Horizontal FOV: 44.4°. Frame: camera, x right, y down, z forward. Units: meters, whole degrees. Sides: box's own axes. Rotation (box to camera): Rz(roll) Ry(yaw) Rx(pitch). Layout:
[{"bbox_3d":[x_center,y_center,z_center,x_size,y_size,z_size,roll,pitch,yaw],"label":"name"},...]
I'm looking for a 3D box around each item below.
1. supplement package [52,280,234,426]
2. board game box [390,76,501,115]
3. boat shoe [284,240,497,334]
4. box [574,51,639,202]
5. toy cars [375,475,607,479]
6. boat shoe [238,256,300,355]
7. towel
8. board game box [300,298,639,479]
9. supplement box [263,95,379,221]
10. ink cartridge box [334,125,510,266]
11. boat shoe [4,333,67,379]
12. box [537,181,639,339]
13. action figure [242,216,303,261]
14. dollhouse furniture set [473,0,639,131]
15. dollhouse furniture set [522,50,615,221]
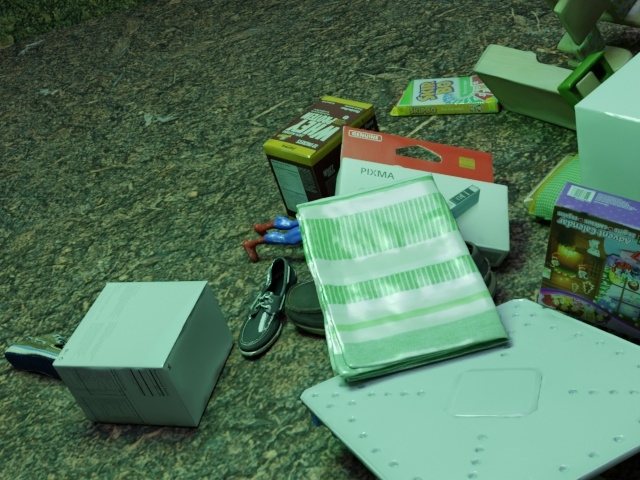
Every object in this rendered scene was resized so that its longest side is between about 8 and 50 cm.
[{"bbox_3d":[-0.283,0.184,1.294,0.203,0.149,0.194,-2,39,21],"label":"supplement package"},{"bbox_3d":[0.296,-0.334,1.812,0.260,0.039,0.124,0,40,28],"label":"board game box"},{"bbox_3d":[0.106,0.061,1.298,0.356,0.130,0.132,-11,38,11],"label":"boat shoe"},{"bbox_3d":[0.507,-0.080,1.124,0.215,0.345,0.168,-38,40,-25],"label":"box"},{"bbox_3d":[0.211,0.308,0.919,0.394,0.087,0.176,-2,11,21],"label":"toy cars"},{"bbox_3d":[-0.098,0.112,1.378,0.075,0.065,0.206,1,41,25],"label":"boat shoe"},{"bbox_3d":[0.106,0.042,1.172,0.248,0.038,0.324,-14,51,-3],"label":"towel"},{"bbox_3d":[0.224,0.211,0.992,0.390,0.050,0.390,-20,19,-20],"label":"board game box"},{"bbox_3d":[0.020,-0.149,1.555,0.129,0.194,0.191,20,51,40],"label":"supplement box"},{"bbox_3d":[0.177,-0.098,1.376,0.297,0.066,0.261,9,57,-5],"label":"ink cartridge box"},{"bbox_3d":[-0.499,0.204,1.436,0.183,0.066,0.066,6,41,30],"label":"boat shoe"},{"bbox_3d":[0.451,0.052,1.053,0.293,0.200,0.057,20,50,25],"label":"box"},{"bbox_3d":[0.000,0.000,1.476,0.280,0.139,0.091,-18,33,41],"label":"action figure"},{"bbox_3d":[0.540,-0.440,1.586,0.394,0.362,0.256,-56,42,-1],"label":"dollhouse furniture set"},{"bbox_3d":[0.465,-0.176,1.333,0.301,0.151,0.197,-45,17,-10],"label":"dollhouse furniture set"}]
